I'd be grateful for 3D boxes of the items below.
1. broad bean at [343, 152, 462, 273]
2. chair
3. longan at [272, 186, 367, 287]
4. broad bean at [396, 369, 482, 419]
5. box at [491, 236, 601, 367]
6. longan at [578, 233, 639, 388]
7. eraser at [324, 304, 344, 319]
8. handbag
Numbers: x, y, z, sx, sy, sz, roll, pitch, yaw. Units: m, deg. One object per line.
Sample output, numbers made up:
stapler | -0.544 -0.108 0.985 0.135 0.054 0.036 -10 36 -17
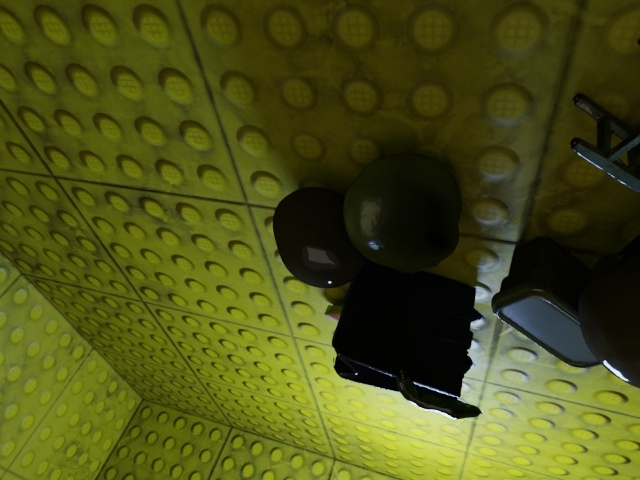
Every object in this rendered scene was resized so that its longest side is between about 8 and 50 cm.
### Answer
broad bean | 0.175 -0.050 0.956 0.291 0.119 0.238 35 105 -33
chair | 0.519 -0.145 0.688 0.270 0.147 0.136 31 141 -7
longan | 0.000 0.000 1.077 0.246 0.215 0.246 26 128 39
broad bean | 0.242 0.340 1.005 0.195 0.046 0.061 28 121 0
box | 0.495 0.124 0.993 0.274 0.178 0.138 35 141 -14
longan | 0.620 0.109 0.794 0.350 0.288 0.288 -27 130 -1
eraser | 0.111 0.236 1.372 0.157 0.038 0.230 29 167 -10
handbag | 0.213 0.218 1.154 0.329 0.303 0.122 14 142 10
